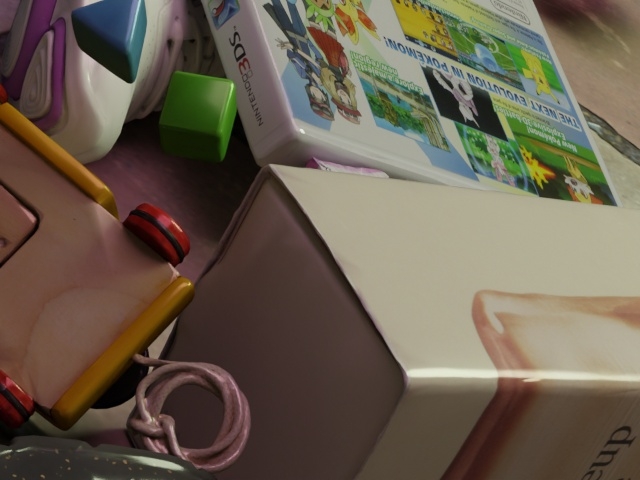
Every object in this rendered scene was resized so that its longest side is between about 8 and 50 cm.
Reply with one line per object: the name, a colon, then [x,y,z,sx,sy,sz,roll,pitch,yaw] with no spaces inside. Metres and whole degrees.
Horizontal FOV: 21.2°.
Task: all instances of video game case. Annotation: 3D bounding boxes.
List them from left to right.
video game case: [0.042,-0.138,1.014,0.329,0.036,0.300,16,47,-47]

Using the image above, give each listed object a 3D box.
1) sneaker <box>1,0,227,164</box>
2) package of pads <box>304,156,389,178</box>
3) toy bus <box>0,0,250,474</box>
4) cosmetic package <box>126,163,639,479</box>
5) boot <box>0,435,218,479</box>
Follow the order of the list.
sneaker: [-0.084,-0.128,0.939,0.152,0.114,0.305,23,30,-11]
package of pads: [0.000,0.000,0.854,0.050,0.083,0.032,10,30,-39]
toy bus: [-0.126,0.013,0.698,0.191,0.104,0.202,-3,69,-2]
cosmetic package: [0.087,0.073,0.755,0.296,0.153,0.129,4,38,-37]
boot: [-0.141,0.151,0.469,0.338,0.118,0.223,8,41,-27]
